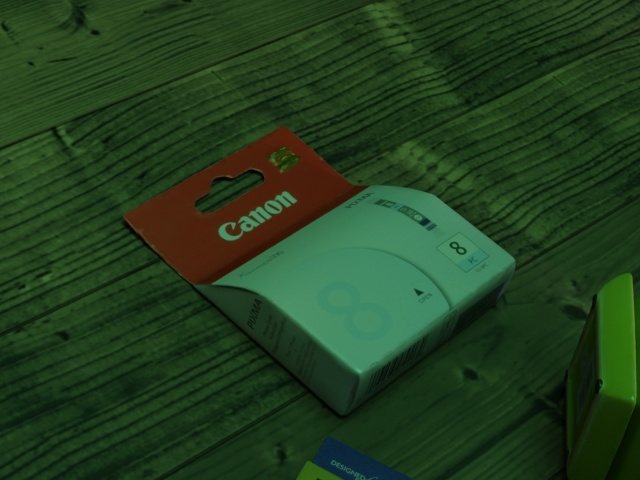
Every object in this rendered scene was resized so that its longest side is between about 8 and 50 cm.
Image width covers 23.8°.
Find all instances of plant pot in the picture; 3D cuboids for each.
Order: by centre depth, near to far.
[{"bbox_3d":[0.395,0.181,1.720,0.207,0.228,0.227,10,45,0],"label":"plant pot"}]

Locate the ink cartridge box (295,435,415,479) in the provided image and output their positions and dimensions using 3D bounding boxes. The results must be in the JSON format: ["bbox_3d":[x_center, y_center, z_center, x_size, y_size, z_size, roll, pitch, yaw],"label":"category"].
[{"bbox_3d":[0.085,0.355,1.554,0.303,0.072,0.307,26,47,8],"label":"ink cartridge box"}]

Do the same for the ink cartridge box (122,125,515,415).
[{"bbox_3d":[0.000,0.000,1.854,0.385,0.091,0.308,41,48,19],"label":"ink cartridge box"}]
